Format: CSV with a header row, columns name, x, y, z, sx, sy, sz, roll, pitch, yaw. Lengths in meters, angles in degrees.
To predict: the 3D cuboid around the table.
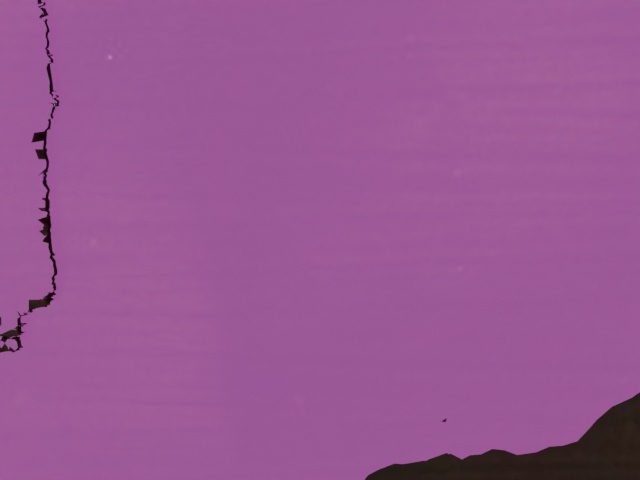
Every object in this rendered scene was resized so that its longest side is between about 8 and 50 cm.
name,x,y,z,sx,sy,sz,roll,pitch,yaw
table,0.000,0.000,0.519,0.282,0.250,0.196,1,94,2
